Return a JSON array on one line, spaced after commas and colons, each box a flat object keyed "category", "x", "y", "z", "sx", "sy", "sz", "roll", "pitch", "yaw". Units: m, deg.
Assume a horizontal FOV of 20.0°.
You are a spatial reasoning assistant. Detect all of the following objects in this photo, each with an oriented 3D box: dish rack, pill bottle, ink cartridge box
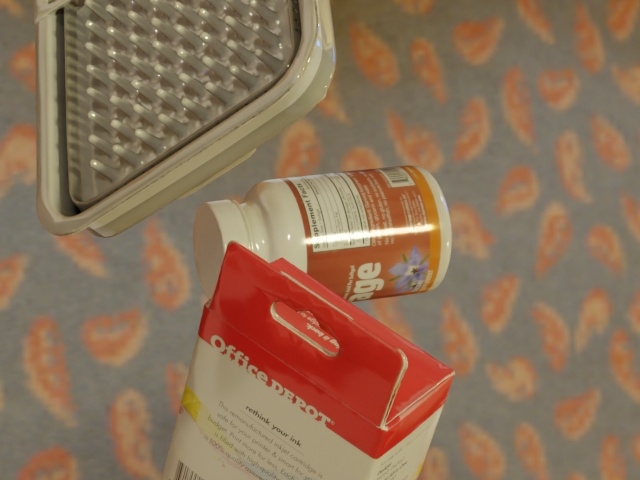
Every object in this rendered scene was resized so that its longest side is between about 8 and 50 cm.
[{"category": "dish rack", "x": -0.101, "y": -0.169, "z": 1.400, "sx": 0.072, "sy": 0.285, "sz": 0.332, "roll": 34, "pitch": 37, "yaw": -40}, {"category": "pill bottle", "x": 0.000, "y": 0.000, "z": 1.653, "sx": 0.216, "sy": 0.121, "sz": 0.121, "roll": -7, "pitch": 90, "yaw": -21}, {"category": "ink cartridge box", "x": -0.009, "y": 0.108, "z": 1.064, "sx": 0.078, "sy": 0.134, "sz": 0.231, "roll": -31, "pitch": 147, "yaw": -47}]
